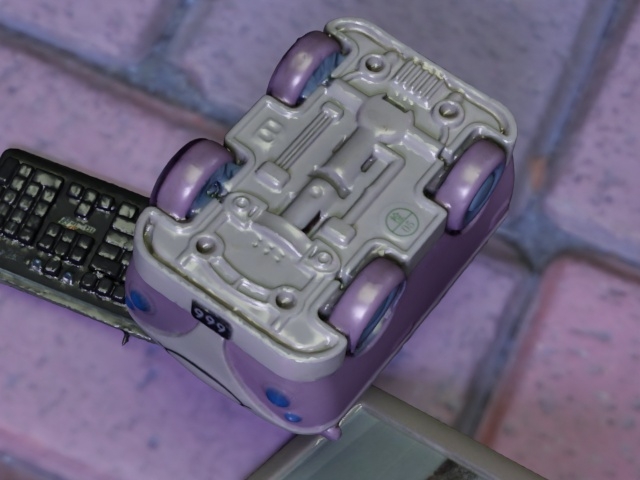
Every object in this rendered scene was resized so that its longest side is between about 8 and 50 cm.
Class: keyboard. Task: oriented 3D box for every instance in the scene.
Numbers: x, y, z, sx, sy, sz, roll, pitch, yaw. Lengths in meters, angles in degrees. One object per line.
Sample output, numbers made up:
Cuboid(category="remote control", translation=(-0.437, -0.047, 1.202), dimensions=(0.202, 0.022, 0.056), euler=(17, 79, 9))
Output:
Cuboid(category="keyboard", translation=(-0.094, 0.019, 1.014), dimensions=(0.230, 0.025, 0.094), euler=(21, 61, 4))

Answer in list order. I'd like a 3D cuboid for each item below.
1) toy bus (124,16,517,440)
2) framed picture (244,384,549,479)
Cuboid(category="toy bus", translation=(0.000, 0.000, 0.940), dimensions=(0.142, 0.142, 0.202), euler=(35, 61, 13))
Cuboid(category="framed picture", translation=(-0.016, 0.195, 0.869), dimensions=(0.289, 0.016, 0.213), euler=(-39, 35, -21))
